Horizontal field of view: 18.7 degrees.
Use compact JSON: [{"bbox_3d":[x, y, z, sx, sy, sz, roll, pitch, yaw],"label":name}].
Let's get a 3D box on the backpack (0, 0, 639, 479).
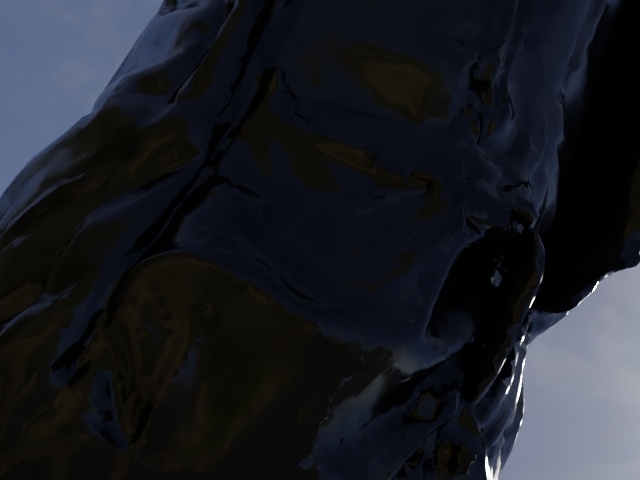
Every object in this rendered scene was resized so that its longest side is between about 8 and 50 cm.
[{"bbox_3d":[0.000,0.000,0.858,0.255,0.445,0.363,34,-25,-9],"label":"backpack"}]
